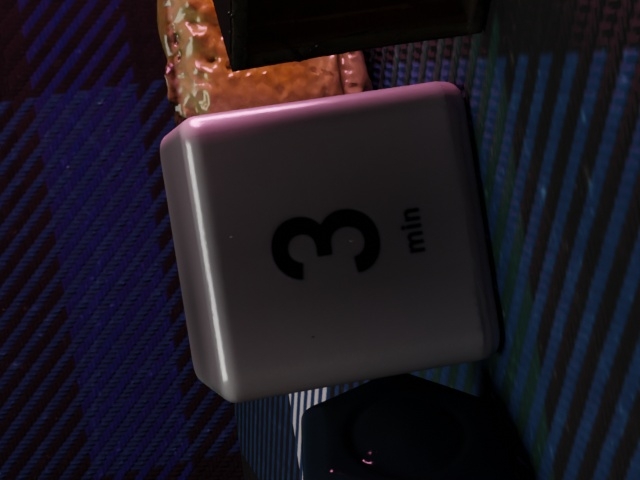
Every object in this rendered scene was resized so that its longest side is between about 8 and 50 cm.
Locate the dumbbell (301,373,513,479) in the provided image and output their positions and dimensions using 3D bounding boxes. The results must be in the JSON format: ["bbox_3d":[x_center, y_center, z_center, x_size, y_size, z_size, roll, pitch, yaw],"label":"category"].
[{"bbox_3d":[0.059,0.254,1.173,0.160,0.144,0.324,-96,5,-52],"label":"dumbbell"}]

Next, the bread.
[{"bbox_3d":[-0.045,-0.179,1.359,0.262,0.163,0.204,20,-123,-76],"label":"bread"}]

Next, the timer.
[{"bbox_3d":[0.000,0.000,1.153,0.194,0.195,0.192,179,82,-80],"label":"timer"}]

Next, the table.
[{"bbox_3d":[0.004,-0.231,1.004,0.172,0.169,0.193,95,161,-53],"label":"table"}]
